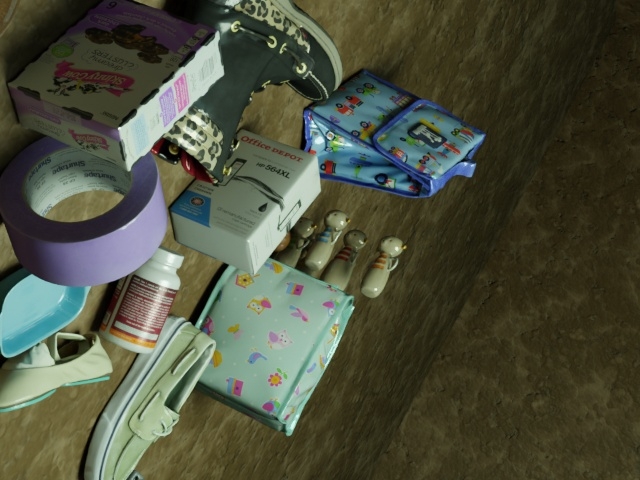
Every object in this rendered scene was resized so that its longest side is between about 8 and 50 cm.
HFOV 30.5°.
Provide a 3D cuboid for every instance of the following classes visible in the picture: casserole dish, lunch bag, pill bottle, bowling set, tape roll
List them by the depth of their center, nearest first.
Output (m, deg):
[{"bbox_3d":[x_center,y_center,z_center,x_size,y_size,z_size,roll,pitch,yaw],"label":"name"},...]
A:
[{"bbox_3d":[-0.280,-0.042,1.391,0.189,0.189,0.080,-52,155,-34],"label":"tape roll"},{"bbox_3d":[-0.365,0.074,1.515,0.188,0.037,0.114,-35,142,-53],"label":"casserole dish"},{"bbox_3d":[-0.256,0.081,1.711,0.152,0.086,0.086,-67,159,2],"label":"pill bottle"},{"bbox_3d":[-0.090,0.162,2.000,0.262,0.223,0.160,-62,164,-18],"label":"lunch bag"},{"bbox_3d":[0.141,-0.169,2.118,0.221,0.293,0.138,-41,147,-49],"label":"lunch bag"},{"bbox_3d":[0.000,0.000,2.132,0.200,0.287,0.154,48,55,-30],"label":"bowling set"}]

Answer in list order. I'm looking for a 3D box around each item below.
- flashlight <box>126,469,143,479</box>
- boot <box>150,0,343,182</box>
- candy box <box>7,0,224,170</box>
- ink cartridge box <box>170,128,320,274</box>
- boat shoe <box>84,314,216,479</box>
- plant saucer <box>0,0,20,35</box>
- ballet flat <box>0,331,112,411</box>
[{"bbox_3d":[-0.360,0.528,1.904,0.304,0.103,0.103,-55,-178,-30],"label":"flashlight"},{"bbox_3d":[-0.115,-0.216,1.675,0.284,0.138,0.377,-64,155,-10],"label":"boot"},{"bbox_3d":[-0.236,-0.190,1.378,0.196,0.164,0.070,-52,154,-34],"label":"candy box"},{"bbox_3d":[-0.113,-0.064,1.820,0.203,0.148,0.086,-54,153,-33],"label":"ink cartridge box"},{"bbox_3d":[-0.269,0.264,1.852,0.302,0.094,0.109,-64,159,-8],"label":"boat shoe"},{"bbox_3d":[-0.361,-0.261,1.189,0.198,0.036,0.199,-49,152,-37],"label":"plant saucer"},{"bbox_3d":[-0.368,0.166,1.566,0.248,0.086,0.086,-11,121,-67],"label":"ballet flat"}]
